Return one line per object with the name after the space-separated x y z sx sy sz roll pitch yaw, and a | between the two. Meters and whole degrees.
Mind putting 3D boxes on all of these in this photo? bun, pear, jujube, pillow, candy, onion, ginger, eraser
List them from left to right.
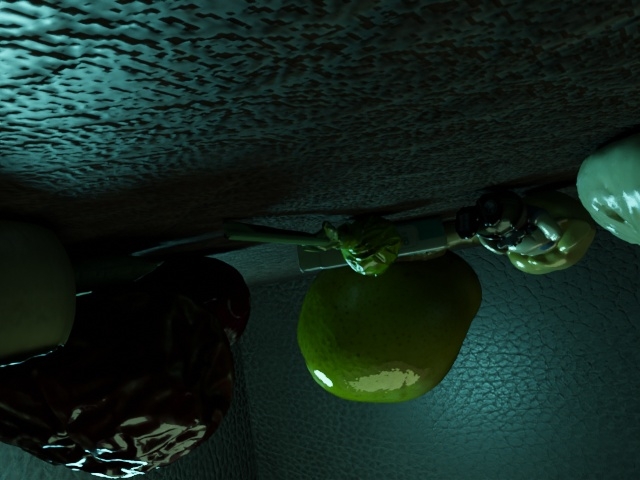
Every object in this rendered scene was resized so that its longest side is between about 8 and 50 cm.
-0.316 0.053 0.620 0.230 0.050 0.148 -18 176 41 | pillow
-0.271 0.151 0.566 0.342 0.216 0.216 -7 175 11 | jujube
-0.198 0.126 0.728 0.195 0.218 0.140 -2 146 -8 | onion
0.001 -0.003 0.567 0.262 0.073 0.077 7 146 -45 | candy
0.081 0.008 0.790 0.225 0.052 0.095 -9 176 6 | eraser
0.146 0.175 1.117 0.418 0.362 0.362 -36 177 -5 | pear
0.228 -0.003 0.918 0.214 0.058 0.133 -11 167 3 | ginger
0.303 -0.041 0.387 0.183 0.102 0.183 -12 176 -1 | bun

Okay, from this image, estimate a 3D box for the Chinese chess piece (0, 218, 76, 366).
-0.306 0.052 0.343 0.250 0.103 0.250 -10 175 -1 | Chinese chess piece

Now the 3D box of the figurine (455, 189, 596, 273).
0.249 -0.015 0.605 0.196 0.108 0.114 5 144 -43 | figurine
